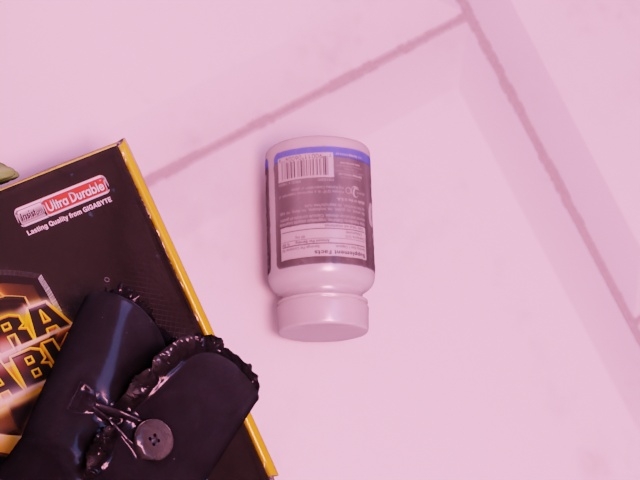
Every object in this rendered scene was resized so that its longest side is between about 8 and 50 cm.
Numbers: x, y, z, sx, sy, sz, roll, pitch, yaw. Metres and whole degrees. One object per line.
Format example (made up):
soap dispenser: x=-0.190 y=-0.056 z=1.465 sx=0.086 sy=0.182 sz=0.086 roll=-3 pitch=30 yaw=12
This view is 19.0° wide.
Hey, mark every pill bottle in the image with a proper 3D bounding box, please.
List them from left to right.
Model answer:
pill bottle: x=0.000 y=0.000 z=1.376 sx=0.078 sy=0.078 sz=0.137 roll=7 pitch=73 yaw=-31

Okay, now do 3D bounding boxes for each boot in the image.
boot: x=-0.086 y=0.168 z=1.173 sx=0.246 sy=0.094 sz=0.207 roll=38 pitch=63 yaw=-12

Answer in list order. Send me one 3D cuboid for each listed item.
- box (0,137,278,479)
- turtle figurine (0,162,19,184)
box: x=-0.214 y=0.109 z=1.211 sx=0.322 sy=0.079 sz=0.257 roll=-24 pitch=92 yaw=-35
turtle figurine: x=-0.234 y=-0.170 z=1.204 sx=0.274 sy=0.198 sz=0.266 roll=-16 pitch=87 yaw=-31
